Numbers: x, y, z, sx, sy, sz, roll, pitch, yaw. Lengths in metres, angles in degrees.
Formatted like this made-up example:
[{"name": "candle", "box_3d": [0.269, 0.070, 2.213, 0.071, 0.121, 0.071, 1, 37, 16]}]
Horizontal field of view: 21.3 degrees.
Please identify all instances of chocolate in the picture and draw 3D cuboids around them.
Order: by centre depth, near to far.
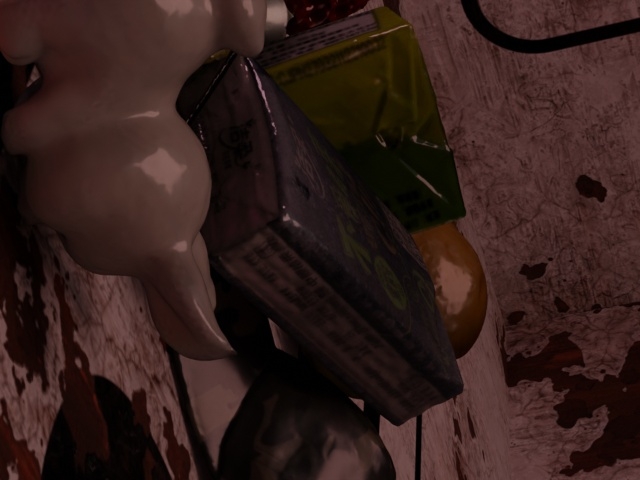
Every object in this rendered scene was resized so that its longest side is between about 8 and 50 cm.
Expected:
[{"name": "chocolate", "box_3d": [0.003, -0.128, 2.151, 0.137, 0.300, 0.289, -105, 176, -58]}]

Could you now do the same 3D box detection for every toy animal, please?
[{"name": "toy animal", "box_3d": [-0.154, -0.081, 1.508, 0.196, 0.241, 0.368, -101, -175, -77]}]

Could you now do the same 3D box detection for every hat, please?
[{"name": "hat", "box_3d": [-0.031, 0.164, 1.969, 0.366, 0.257, 0.382, -66, 162, -72]}]

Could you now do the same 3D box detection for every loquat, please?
[{"name": "loquat", "box_3d": [0.090, 0.080, 2.391, 0.276, 0.284, 0.276, 55, -9, 13]}]

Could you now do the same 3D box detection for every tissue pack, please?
[{"name": "tissue pack", "box_3d": [0.000, 0.000, 1.936, 0.394, 0.124, 0.288, 46, 19, -43]}]

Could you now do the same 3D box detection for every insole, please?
[{"name": "insole", "box_3d": [-0.142, -0.112, 1.728, 0.348, 0.009, 0.119, -59, -175, -31]}]

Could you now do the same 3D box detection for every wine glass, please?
[{"name": "wine glass", "box_3d": [-0.119, -0.290, 2.159, 0.183, 0.122, 0.122, -3, 82, -76]}]

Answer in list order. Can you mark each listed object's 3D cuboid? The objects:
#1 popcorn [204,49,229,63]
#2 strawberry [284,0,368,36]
[{"name": "popcorn", "box_3d": [-0.159, -0.273, 1.681, 0.225, 0.173, 0.286, 56, -16, -21]}, {"name": "strawberry", "box_3d": [0.019, -0.446, 2.364, 0.317, 0.345, 0.295, -70, 145, -67]}]
